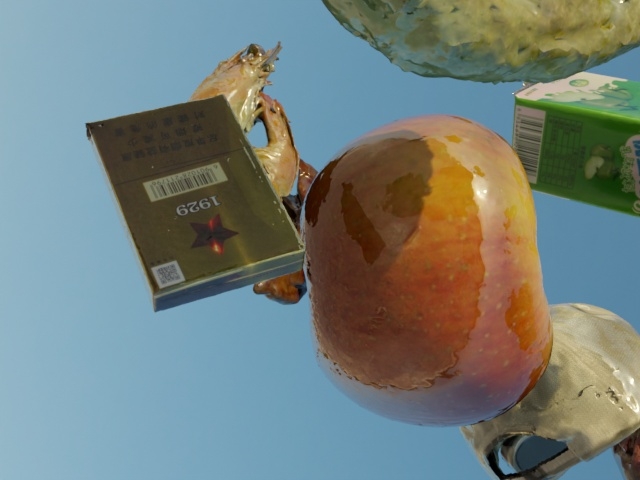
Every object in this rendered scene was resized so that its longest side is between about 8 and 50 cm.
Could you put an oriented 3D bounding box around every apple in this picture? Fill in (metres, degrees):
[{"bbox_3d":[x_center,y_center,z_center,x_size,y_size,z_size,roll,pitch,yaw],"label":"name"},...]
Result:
[{"bbox_3d":[0.069,0.024,0.655,0.210,0.173,0.235,-82,161,-59],"label":"apple"}]

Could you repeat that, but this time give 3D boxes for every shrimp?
[{"bbox_3d":[-0.054,-0.088,0.686,0.041,0.099,0.180,120,-8,-49],"label":"shrimp"}]

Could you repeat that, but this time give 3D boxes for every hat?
[{"bbox_3d":[0.251,0.140,0.847,0.232,0.275,0.161,-24,-116,53],"label":"hat"}]

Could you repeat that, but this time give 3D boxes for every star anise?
[{"bbox_3d":[0.003,-0.005,0.984,0.196,0.111,0.212,-30,-148,15],"label":"star anise"}]

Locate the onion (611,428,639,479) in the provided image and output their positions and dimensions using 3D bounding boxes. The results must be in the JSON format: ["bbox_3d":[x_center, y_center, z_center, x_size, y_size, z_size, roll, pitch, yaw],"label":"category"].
[{"bbox_3d":[0.494,0.254,1.130,0.232,0.314,0.314,-37,-126,33],"label":"onion"}]

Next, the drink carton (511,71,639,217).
[{"bbox_3d":[0.342,-0.097,0.973,0.271,0.161,0.108,19,-60,30],"label":"drink carton"}]

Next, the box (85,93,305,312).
[{"bbox_3d":[-0.075,-0.027,0.542,0.023,0.090,0.133,98,-31,-53],"label":"box"}]

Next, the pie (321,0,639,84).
[{"bbox_3d":[0.077,-0.220,0.370,0.070,0.323,0.323,11,-85,48],"label":"pie"}]
